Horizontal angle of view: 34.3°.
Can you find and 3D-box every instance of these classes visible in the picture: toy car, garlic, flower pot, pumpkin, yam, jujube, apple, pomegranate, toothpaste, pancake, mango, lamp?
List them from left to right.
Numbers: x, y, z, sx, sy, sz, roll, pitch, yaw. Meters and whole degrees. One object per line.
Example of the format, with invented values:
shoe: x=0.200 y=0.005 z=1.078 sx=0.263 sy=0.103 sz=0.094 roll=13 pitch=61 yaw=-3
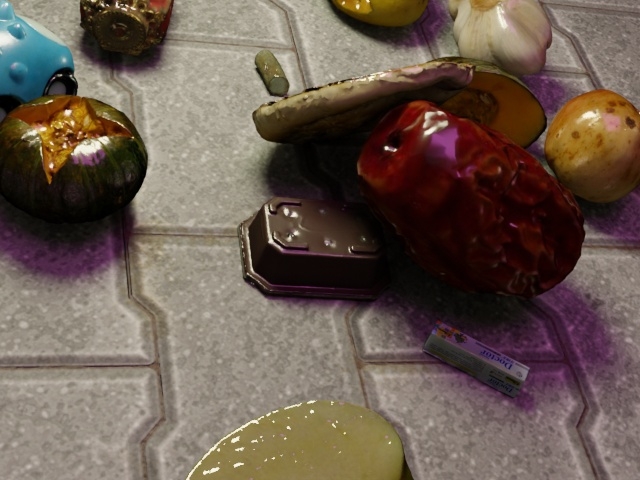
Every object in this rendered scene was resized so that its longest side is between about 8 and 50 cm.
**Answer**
toy car: x=-0.522 y=-0.285 z=1.657 sx=0.188 sy=0.190 sz=0.255 roll=31 pitch=44 yaw=31
pumpkin: x=-0.386 y=-0.121 z=1.596 sx=0.238 sy=0.159 sz=0.238 roll=9 pitch=39 yaw=-7
lamp: x=-0.350 y=-0.464 z=1.921 sx=0.177 sy=0.177 sz=0.274 roll=11 pitch=45 yaw=-9
yam: x=-0.092 y=-0.317 z=1.955 sx=0.043 sy=0.043 sz=0.094 roll=-7 pitch=51 yaw=-25
apple: x=-0.001 y=0.372 z=1.196 sx=0.360 sy=0.320 sz=0.311 roll=-28 pitch=101 yaw=-30
flower pot: x=0.000 y=0.000 z=1.668 sx=0.251 sy=0.084 sz=0.178 roll=4 pitch=48 yaw=-16
pancake: x=0.078 y=-0.227 z=1.743 sx=0.387 sy=0.387 sz=0.082 roll=-13 pitch=89 yaw=-28
mango: x=0.106 y=-0.587 z=2.190 sx=0.253 sy=0.182 sz=0.365 roll=-12 pitch=43 yaw=-24
pumpkin: x=0.286 y=-0.306 z=1.983 sx=0.312 sy=0.169 sz=0.148 roll=12 pitch=49 yaw=-8
jujube: x=0.238 y=-0.059 z=1.646 sx=0.377 sy=0.276 sz=0.276 roll=40 pitch=38 yaw=-28
toothpaste: x=0.240 y=0.184 z=1.608 sx=0.164 sy=0.046 sz=0.034 roll=27 pitch=43 yaw=7
garlic: x=0.366 y=-0.421 z=2.125 sx=0.203 sy=0.184 sz=0.281 roll=27 pitch=16 yaw=-36
pomegranate: x=0.509 y=-0.171 z=1.921 sx=0.215 sy=0.215 sz=0.215 roll=10 pitch=47 yaw=-10
